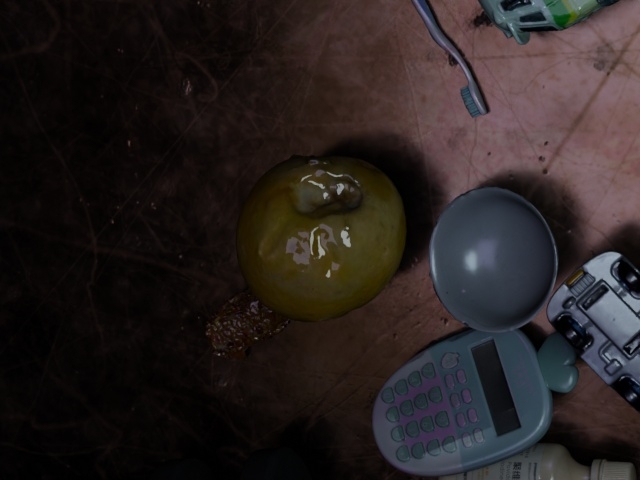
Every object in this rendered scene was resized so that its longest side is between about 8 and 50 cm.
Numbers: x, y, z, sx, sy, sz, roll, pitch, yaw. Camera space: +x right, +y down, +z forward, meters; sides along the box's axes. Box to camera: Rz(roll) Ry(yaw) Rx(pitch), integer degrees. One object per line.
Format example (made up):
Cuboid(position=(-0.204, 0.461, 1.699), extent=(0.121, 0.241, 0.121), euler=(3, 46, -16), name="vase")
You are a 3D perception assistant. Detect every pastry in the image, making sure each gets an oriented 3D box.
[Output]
Cuboid(position=(-0.107, 0.117, 1.727), extent=(0.169, 0.063, 0.087), euler=(-39, 88, 24), name="pastry")

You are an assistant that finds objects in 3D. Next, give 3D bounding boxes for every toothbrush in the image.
Cuboid(position=(0.150, -0.282, 1.557), extent=(0.027, 0.021, 0.269), euler=(-27, 90, 20), name="toothbrush")

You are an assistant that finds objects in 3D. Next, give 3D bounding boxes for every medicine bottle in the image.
Cuboid(position=(0.290, 0.326, 1.581), extent=(0.252, 0.114, 0.114), euler=(-3, 100, 23), name="medicine bottle")

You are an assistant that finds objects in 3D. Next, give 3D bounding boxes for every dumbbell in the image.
Cuboid(position=(-0.134, 0.389, 1.749), extent=(0.218, 0.152, 0.152), euler=(-12, 97, 24), name="dumbbell")

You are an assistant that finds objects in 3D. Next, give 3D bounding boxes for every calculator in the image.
Cuboid(position=(0.206, 0.211, 1.582), extent=(0.299, 0.041, 0.185), euler=(-25, 58, 16), name="calculator")

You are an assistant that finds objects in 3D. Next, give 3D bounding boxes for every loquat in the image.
Cuboid(position=(0.000, 0.000, 1.578), extent=(0.244, 0.244, 0.243), euler=(5, 103, 21), name="loquat")

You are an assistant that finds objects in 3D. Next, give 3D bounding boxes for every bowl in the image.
Cuboid(position=(0.239, 0.024, 1.541), extent=(0.189, 0.086, 0.189), euler=(2, 93, 38), name="bowl")

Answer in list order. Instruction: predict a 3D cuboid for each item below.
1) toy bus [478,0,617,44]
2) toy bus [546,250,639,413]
Cuboid(position=(0.235, -0.374, 1.435), extent=(0.165, 0.134, 0.276), euler=(-31, 92, 24), name="toy bus")
Cuboid(position=(0.385, 0.116, 1.480), extent=(0.126, 0.136, 0.209), euler=(-44, 83, 7), name="toy bus")
